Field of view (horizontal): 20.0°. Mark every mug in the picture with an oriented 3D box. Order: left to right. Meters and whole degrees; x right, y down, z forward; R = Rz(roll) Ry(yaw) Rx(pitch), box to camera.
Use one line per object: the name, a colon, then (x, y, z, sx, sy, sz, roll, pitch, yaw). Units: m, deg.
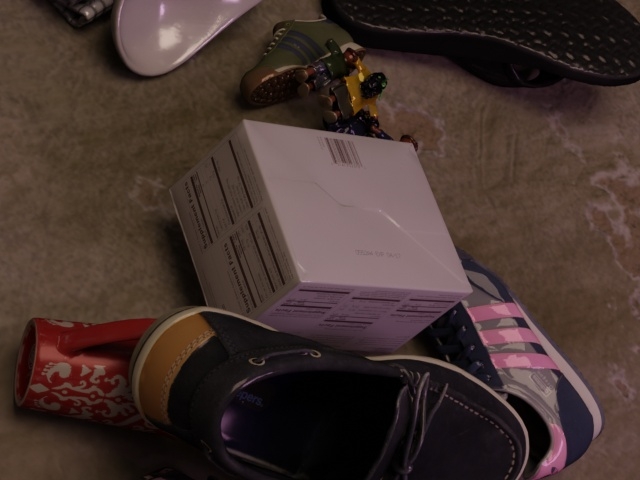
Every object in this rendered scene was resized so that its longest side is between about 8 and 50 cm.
mug: (-0.212, 0.119, 1.835, 0.169, 0.150, 0.113, 10, 25, -19)

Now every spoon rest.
spoon rest: (-0.147, -0.288, 2.161, 0.084, 0.137, 0.276, 15, 34, 33)

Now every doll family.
doll family: (0.049, -0.149, 2.191, 0.111, 0.076, 0.193, -30, 115, -36)

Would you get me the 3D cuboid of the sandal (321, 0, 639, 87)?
sandal: (0.216, -0.279, 2.386, 0.446, 0.107, 0.167, 9, 56, -10)

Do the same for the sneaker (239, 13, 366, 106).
sneaker: (-0.039, -0.226, 2.219, 0.192, 0.064, 0.086, -23, 64, -38)

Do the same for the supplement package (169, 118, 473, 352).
supplement package: (0.000, 0.000, 1.994, 0.262, 0.145, 0.204, 5, 55, -44)

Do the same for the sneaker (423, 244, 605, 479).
sneaker: (0.184, 0.134, 2.070, 0.319, 0.112, 0.131, 45, 46, 5)

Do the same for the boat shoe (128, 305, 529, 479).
boat shoe: (0.037, 0.196, 1.838, 0.500, 0.186, 0.156, 22, 7, -38)

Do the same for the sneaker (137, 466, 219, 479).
sneaker: (-0.169, 0.264, 1.818, 0.178, 0.072, 0.077, 13, 42, -32)

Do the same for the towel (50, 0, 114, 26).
towel: (-0.295, -0.416, 2.154, 0.283, 0.121, 0.235, 47, 50, 5)
